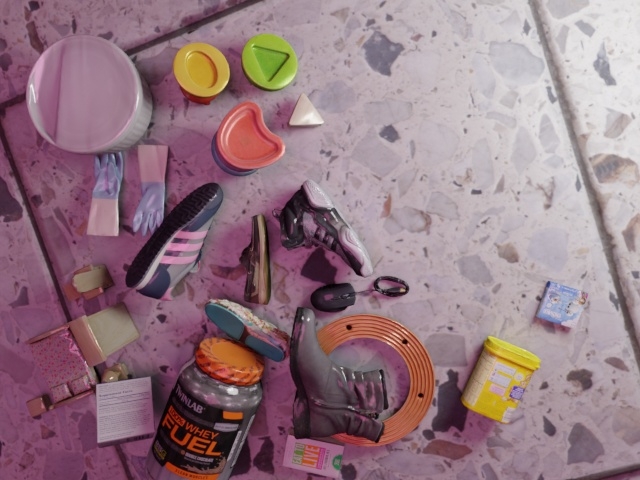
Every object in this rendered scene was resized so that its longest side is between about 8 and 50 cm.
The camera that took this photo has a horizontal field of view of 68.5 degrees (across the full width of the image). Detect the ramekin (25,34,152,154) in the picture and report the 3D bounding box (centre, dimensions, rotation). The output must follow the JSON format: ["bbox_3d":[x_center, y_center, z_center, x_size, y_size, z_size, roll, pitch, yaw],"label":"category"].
[{"bbox_3d":[-0.528,-0.328,1.107,0.273,0.127,0.272,0,90,6],"label":"ramekin"}]

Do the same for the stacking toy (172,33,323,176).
[{"bbox_3d":[-0.171,-0.320,1.116,0.280,0.130,0.308,-28,95,-19],"label":"stacking toy"}]

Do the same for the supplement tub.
[{"bbox_3d":[-0.266,0.418,1.117,0.207,0.207,0.338,22,97,3],"label":"supplement tub"}]

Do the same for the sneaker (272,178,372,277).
[{"bbox_3d":[0.000,0.000,1.109,0.153,0.101,0.268,-36,85,8],"label":"sneaker"}]

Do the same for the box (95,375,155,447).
[{"bbox_3d":[-0.473,0.413,1.137,0.126,0.072,0.137,-2,59,-23],"label":"box"}]

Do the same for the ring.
[{"bbox_3d":[0.111,0.343,1.161,0.337,0.032,0.336,1,95,7],"label":"ring"}]

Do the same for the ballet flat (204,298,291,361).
[{"bbox_3d":[-0.173,0.213,1.155,0.241,0.077,0.091,35,121,1],"label":"ballet flat"}]

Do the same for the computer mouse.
[{"bbox_3d":[0.094,0.130,1.137,0.242,0.041,0.071,-11,93,6],"label":"computer mouse"}]

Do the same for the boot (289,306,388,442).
[{"bbox_3d":[0.045,0.310,1.104,0.223,0.118,0.338,-2,106,3],"label":"boot"}]

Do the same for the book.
[{"bbox_3d":[-0.018,0.542,1.194,0.144,0.035,0.096,11,100,3],"label":"book"}]

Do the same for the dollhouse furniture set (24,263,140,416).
[{"bbox_3d":[-0.665,0.267,1.161,0.356,0.174,0.303,-24,92,7],"label":"dollhouse furniture set"}]

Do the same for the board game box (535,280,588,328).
[{"bbox_3d":[0.565,0.151,1.101,0.090,0.020,0.090,17,98,4],"label":"board game box"}]

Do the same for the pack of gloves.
[{"bbox_3d":[-0.476,-0.122,1.180,0.195,0.046,0.232,3,86,7],"label":"pack of gloves"}]

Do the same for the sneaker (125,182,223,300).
[{"bbox_3d":[-0.328,0.006,1.152,0.319,0.112,0.131,-51,132,-5],"label":"sneaker"}]

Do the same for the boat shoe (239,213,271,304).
[{"bbox_3d":[-0.161,0.048,1.136,0.074,0.080,0.223,-2,100,1],"label":"boat shoe"}]

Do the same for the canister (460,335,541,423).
[{"bbox_3d":[0.420,0.329,1.107,0.126,0.073,0.169,22,98,4],"label":"canister"}]
